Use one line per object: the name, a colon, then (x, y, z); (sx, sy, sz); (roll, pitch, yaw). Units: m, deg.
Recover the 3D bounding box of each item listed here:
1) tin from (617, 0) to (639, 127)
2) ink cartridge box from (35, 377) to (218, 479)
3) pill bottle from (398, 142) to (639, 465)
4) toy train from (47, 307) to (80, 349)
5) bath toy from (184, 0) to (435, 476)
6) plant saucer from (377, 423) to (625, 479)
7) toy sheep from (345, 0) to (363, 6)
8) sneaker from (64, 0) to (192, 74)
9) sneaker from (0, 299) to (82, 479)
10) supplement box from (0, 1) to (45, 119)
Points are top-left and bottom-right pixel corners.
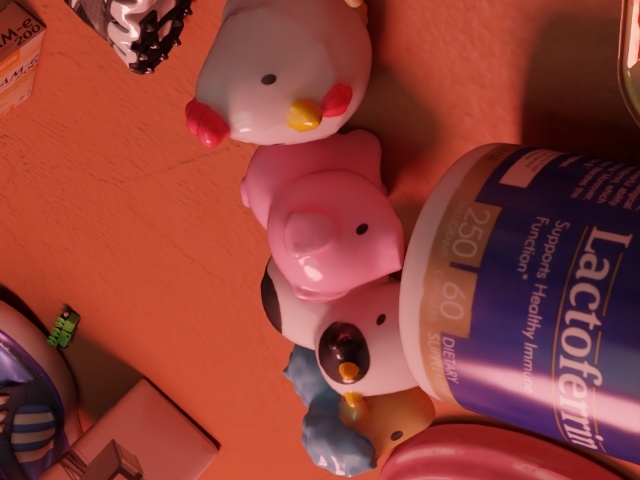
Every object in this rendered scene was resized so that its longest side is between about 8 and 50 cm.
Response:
tin: (0.190, -0.111, 0.504); (0.106, 0.040, 0.189); (17, 140, 25)
ink cartridge box: (-0.267, 0.305, 1.200); (0.121, 0.289, 0.211); (45, 146, -2)
pill bottle: (0.186, 0.042, 0.577); (0.265, 0.153, 0.153); (13, 138, 34)
toy train: (-0.275, 0.096, 1.212); (0.024, 0.017, 0.083); (31, 147, -5)
bath toy: (0.000, 0.000, 0.734); (0.151, 0.129, 0.348); (17, 139, 31)
plant saucer: (0.180, 0.294, 0.931); (0.332, 0.084, 0.332); (27, 144, 21)
toy sheep: (0.017, -0.167, 0.567); (0.132, 0.091, 0.091); (-19, 116, 32)
sneaker: (-0.122, -0.200, 0.669); (0.106, 0.078, 0.234); (34, 148, 5)
sneaker: (-0.398, 0.239, 1.296); (0.130, 0.236, 0.322); (24, 143, 23)
supplement box: (-0.256, -0.133, 0.891); (0.036, 0.062, 0.098); (40, 147, 2)
